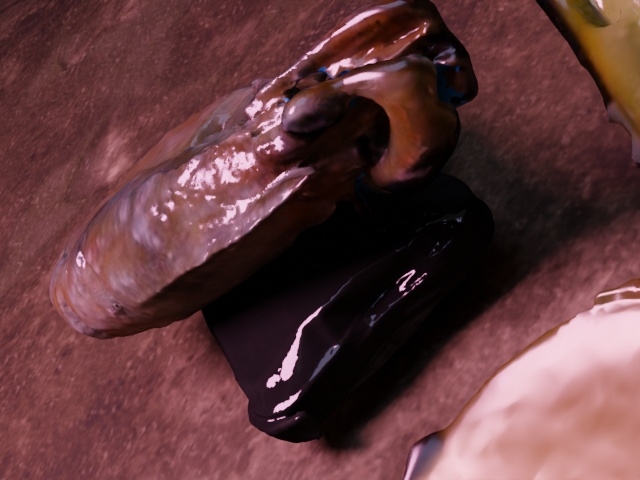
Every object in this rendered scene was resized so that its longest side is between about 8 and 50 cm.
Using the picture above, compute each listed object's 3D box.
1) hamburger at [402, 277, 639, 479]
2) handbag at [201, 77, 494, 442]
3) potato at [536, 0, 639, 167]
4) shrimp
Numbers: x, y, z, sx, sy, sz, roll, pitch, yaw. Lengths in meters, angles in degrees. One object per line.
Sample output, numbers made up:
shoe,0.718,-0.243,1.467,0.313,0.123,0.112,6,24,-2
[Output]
hamburger,0.134,0.135,0.591,0.237,0.149,0.237,-40,32,32
handbag,0.001,0.001,1.094,0.191,0.075,0.332,-44,26,5
potato,0.271,-0.150,0.800,0.330,0.213,0.280,-50,41,47
shrimp,-0.044,-0.045,1.054,0.221,0.110,0.446,-53,17,-28
